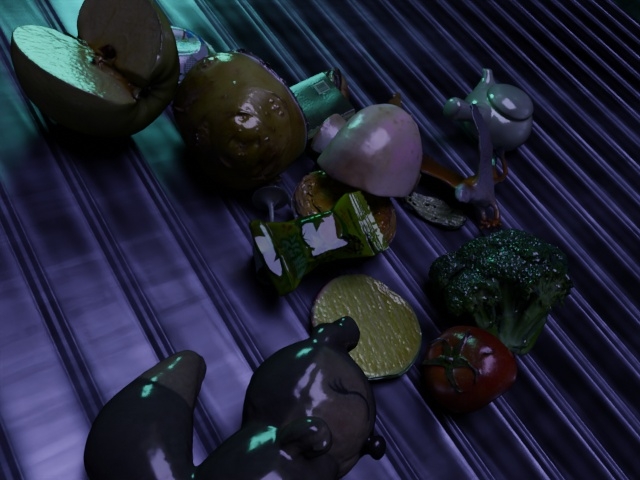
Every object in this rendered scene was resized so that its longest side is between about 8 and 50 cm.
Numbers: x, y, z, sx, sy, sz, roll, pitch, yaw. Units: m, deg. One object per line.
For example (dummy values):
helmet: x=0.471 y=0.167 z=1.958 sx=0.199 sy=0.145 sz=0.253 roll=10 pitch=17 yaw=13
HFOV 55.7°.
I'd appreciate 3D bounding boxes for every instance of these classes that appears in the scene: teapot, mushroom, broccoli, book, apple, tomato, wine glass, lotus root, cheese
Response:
teapot: x=0.464 y=-0.330 z=1.643 sx=0.220 sy=0.149 sz=0.318 roll=37 pitch=47 yaw=9
mushroom: x=0.092 y=-0.205 z=1.243 sx=0.236 sy=0.162 sz=0.173 roll=32 pitch=23 yaw=21
broccoli: x=0.372 y=0.099 z=1.223 sx=0.295 sy=0.265 sz=0.245 roll=13 pitch=82 yaw=-16
book: x=-0.056 y=-0.292 z=1.390 sx=0.228 sy=0.024 sz=0.160 roll=-28 pitch=58 yaw=-8
apple: x=-0.417 y=-0.327 z=1.179 sx=0.258 sy=0.233 sz=0.295 roll=39 pitch=66 yaw=14
tomato: x=0.271 y=0.234 z=1.103 sx=0.167 sy=0.167 sz=0.167 roll=12 pitch=49 yaw=-15
wine glass: x=-0.094 y=-0.011 z=1.180 sx=0.079 sy=0.079 sz=0.195 roll=8 pitch=50 yaw=-19
lotus root: x=0.004 y=-0.309 z=1.458 sx=0.110 sy=0.097 sz=0.258 roll=8 pitch=57 yaw=12
teapot: x=0.014 y=-0.151 z=1.366 sx=0.100 sy=0.045 sz=0.067 roll=-9 pitch=59 yaw=-29
cheese: x=-0.292 y=-0.420 z=1.421 sx=0.321 sy=0.083 sz=0.203 roll=16 pitch=49 yaw=-11

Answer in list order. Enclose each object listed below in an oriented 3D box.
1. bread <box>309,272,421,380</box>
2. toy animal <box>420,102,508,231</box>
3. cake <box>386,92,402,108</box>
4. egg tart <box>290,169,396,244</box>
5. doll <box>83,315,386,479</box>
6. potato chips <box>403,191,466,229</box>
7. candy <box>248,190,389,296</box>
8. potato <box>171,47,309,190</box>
bread: x=0.086 y=0.165 z=1.150 sx=0.229 sy=0.033 sz=0.228 roll=11 pitch=49 yaw=-13
toy animal: x=0.389 y=-0.139 z=1.490 sx=0.284 sy=0.225 sz=0.302 roll=16 pitch=54 yaw=-40
cake: x=0.144 y=-0.245 z=1.452 sx=0.113 sy=0.116 sz=0.295 roll=18 pitch=46 yaw=0
egg tart: x=0.048 y=-0.052 z=1.268 sx=0.234 sy=0.094 sz=0.234 roll=12 pitch=47 yaw=-13
doll: x=-0.095 y=0.243 z=0.868 sx=0.379 sy=0.252 sz=0.382 roll=29 pitch=41 yaw=0
potato chips: x=0.253 y=-0.081 z=1.426 sx=0.208 sy=0.028 sz=0.092 roll=23 pitch=42 yaw=-11
candy: x=0.000 y=0.000 z=1.126 sx=0.246 sy=0.069 sz=0.149 roll=-20 pitch=74 yaw=-18
potato: x=-0.192 y=-0.232 z=1.209 sx=0.300 sy=0.246 sz=0.196 roll=31 pitch=43 yaw=10
